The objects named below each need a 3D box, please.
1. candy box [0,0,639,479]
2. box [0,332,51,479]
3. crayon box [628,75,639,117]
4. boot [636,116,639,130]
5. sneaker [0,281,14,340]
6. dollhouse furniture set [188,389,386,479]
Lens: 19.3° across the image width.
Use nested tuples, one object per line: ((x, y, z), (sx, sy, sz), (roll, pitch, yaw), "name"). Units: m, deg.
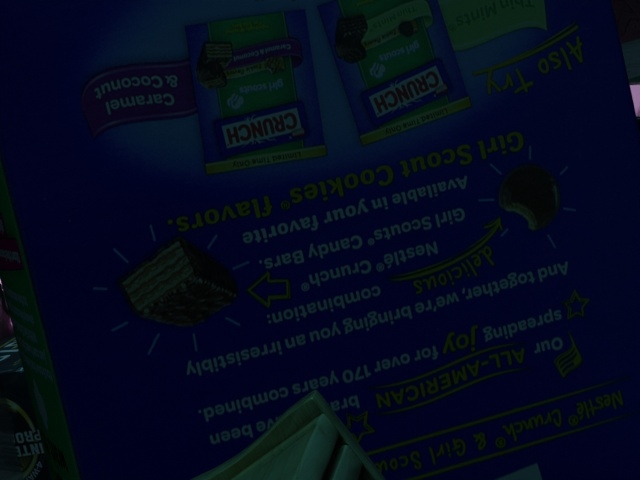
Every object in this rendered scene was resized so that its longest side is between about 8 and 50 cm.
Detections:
((0.000, 0.000, 0.811), (0.268, 0.317, 0.122), (-14, 6, -13), "candy box")
((-0.028, 0.058, 1.252), (0.318, 0.097, 0.395), (-8, 10, 19), "box")
((0.512, -0.147, 1.726), (0.363, 0.106, 0.313), (-18, 9, -30), "crayon box")
((0.157, -0.039, 1.120), (0.348, 0.131, 0.260), (31, 27, 12), "boot")
((-0.250, 0.100, 1.290), (0.109, 0.130, 0.286), (-19, 29, 15), "sneaker")
((-0.042, 0.162, 0.565), (0.184, 0.129, 0.129), (-37, 4, 12), "dollhouse furniture set")
